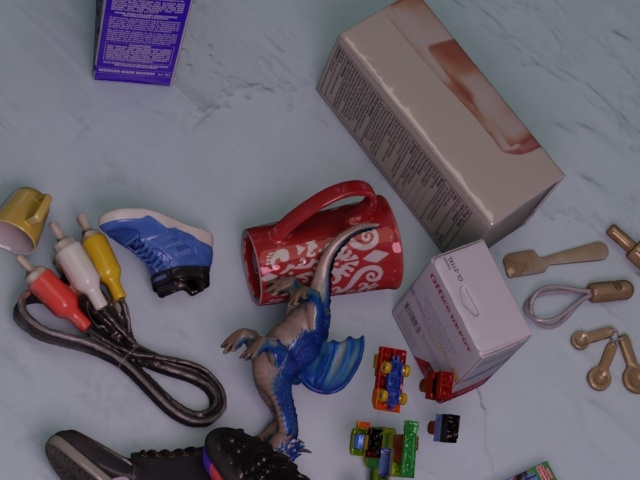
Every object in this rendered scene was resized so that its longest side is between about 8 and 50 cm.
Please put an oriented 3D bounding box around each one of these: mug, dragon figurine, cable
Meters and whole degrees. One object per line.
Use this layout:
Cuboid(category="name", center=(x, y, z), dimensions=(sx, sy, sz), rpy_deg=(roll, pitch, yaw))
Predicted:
Cuboid(category="mug", center=(-0.002, -0.001, 1.776), dimensions=(0.169, 0.113, 0.150), rpy_deg=(-11, 108, -13))
Cuboid(category="dragon figurine", center=(-0.011, 0.118, 1.710), dimensions=(0.144, 0.085, 0.289), rpy_deg=(47, 70, -29))
Cuboid(category="mug", center=(-0.334, -0.026, 1.740), dimensions=(0.078, 0.062, 0.064), rpy_deg=(6, 51, 23))
Cuboid(category="cable", center=(-0.228, 0.106, 1.700), dimensions=(0.287, 0.072, 0.139), rpy_deg=(46, 57, 9))

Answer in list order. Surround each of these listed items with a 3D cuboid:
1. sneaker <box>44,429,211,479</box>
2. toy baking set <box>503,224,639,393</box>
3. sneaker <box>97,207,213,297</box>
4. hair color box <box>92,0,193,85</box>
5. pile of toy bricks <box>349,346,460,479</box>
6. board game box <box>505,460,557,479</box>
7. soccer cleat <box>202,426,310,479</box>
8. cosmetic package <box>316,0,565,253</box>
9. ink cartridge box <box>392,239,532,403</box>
Cuboid(category="sneaker", center=(-0.184, 0.249, 1.656), dimensions=(0.222, 0.083, 0.118), rpy_deg=(36, 58, -7))
Cuboid(category="toy baking set", center=(0.358, 0.074, 1.883), dimensions=(0.196, 0.030, 0.256), rpy_deg=(-40, 81, -25))
Cuboid(category="sneaker", center=(-0.186, 0.019, 1.738), dimensions=(0.152, 0.058, 0.085), rpy_deg=(19, 60, -41))
Cuboid(category="hair color box", center=(-0.198, -0.338, 1.753), dimensions=(0.110, 0.339, 0.185), rpy_deg=(4, 66, -13))
Cuboid(category="pile of toy bricks", center=(0.076, 0.231, 1.709), dimensions=(0.118, 0.105, 0.212), rpy_deg=(13, 79, -24))
Cuboid(category="board game box", center=(0.200, 0.362, 1.716), dimensions=(0.211, 0.039, 0.160), rpy_deg=(-21, 74, -20))
Cuboid(category="soccer cleat", center=(-0.029, 0.338, 1.615), dimensions=(0.318, 0.116, 0.108), rpy_deg=(47, 26, 2))
Cuboid(category="cosmetic package", center=(0.141, -0.133, 1.854), dimensions=(0.129, 0.153, 0.296), rpy_deg=(-32, 79, -23))
Cuboid(category="ink cartridge box", center=(0.160, 0.095, 1.745), dimensions=(0.072, 0.175, 0.127), rpy_deg=(-20, 73, -20))
